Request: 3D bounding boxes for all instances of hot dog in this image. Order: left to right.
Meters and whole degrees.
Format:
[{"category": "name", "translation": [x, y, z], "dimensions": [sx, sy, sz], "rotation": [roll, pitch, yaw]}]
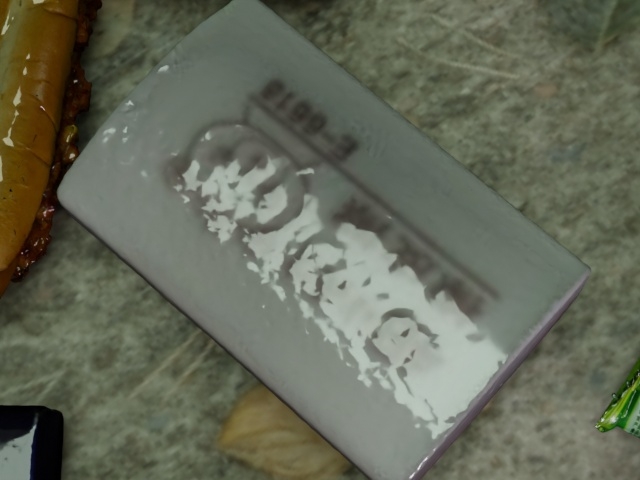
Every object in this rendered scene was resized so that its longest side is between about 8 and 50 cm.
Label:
[{"category": "hot dog", "translation": [-0.184, -0.070, 0.836], "dimensions": [0.076, 0.102, 0.249], "rotation": [17, 73, -21]}]

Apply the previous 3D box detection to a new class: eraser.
[{"category": "eraser", "translation": [0.000, 0.000, 0.805], "dimensions": [0.270, 0.095, 0.174], "rotation": [41, 80, 11]}]

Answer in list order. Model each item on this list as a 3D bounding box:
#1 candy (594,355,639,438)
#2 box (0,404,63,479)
[{"category": "candy", "translation": [0.259, 0.101, 0.790], "dimensions": [0.178, 0.032, 0.102], "rotation": [23, 83, 8]}, {"category": "box", "translation": [-0.282, 0.179, 0.796], "dimensions": [0.259, 0.071, 0.168], "rotation": [-1, 77, 6]}]
